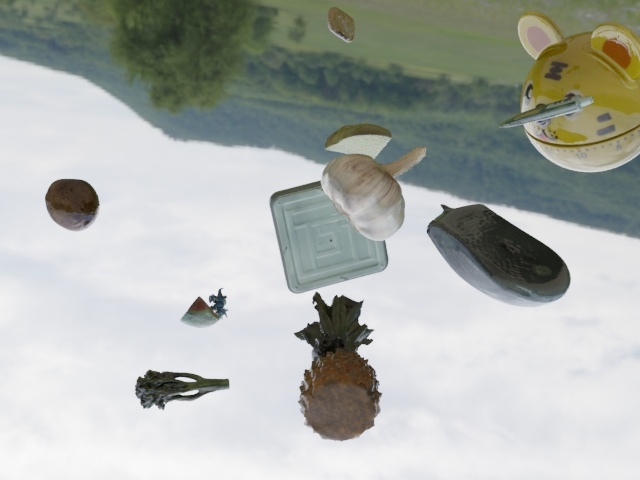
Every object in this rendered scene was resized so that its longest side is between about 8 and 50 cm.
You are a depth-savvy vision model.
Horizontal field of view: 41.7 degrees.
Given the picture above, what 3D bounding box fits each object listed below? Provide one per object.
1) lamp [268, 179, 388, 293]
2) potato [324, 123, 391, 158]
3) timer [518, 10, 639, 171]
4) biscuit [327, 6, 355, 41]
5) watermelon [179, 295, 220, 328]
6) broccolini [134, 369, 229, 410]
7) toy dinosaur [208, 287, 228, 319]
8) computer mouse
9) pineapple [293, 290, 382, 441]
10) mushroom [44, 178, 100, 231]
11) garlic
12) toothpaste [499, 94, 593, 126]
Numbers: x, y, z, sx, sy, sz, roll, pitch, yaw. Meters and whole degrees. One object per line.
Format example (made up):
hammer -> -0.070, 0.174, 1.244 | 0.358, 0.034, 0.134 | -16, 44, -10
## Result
lamp -> 0.023, -0.019, 2.071 | 0.266, 0.269, 0.047 | -15, -159, -8
potato -> 0.100, -0.282, 2.186 | 0.149, 0.081, 0.120 | 9, 151, -21
timer -> 0.635, -0.364, 2.013 | 0.376, 0.387, 0.376 | -18, -143, 15
biscuit -> 0.058, -0.583, 2.272 | 0.018, 0.071, 0.147 | 2, 176, 31
watermelon -> -0.293, 0.177, 2.012 | 0.092, 0.084, 0.072 | -13, -141, 14
broccolini -> -0.297, 0.311, 1.789 | 0.202, 0.091, 0.068 | -8, 175, 4
toy dinosaur -> -0.260, 0.163, 2.169 | 0.047, 0.083, 0.030 | 2, 162, -38
computer mouse -> 0.393, 0.040, 1.906 | 0.188, 0.122, 0.371 | -21, -131, -32
pineapple -> 0.019, 0.172, 1.200 | 0.130, 0.119, 0.277 | -7, -161, 4
mushroom -> -0.525, -0.075, 1.782 | 0.087, 0.127, 0.127 | -16, 178, 36
garlic -> 0.130, -0.119, 1.693 | 0.226, 0.199, 0.199 | -38, -154, -6
toothpaste -> 0.468, -0.266, 1.741 | 0.204, 0.031, 0.049 | -12, -162, 42
